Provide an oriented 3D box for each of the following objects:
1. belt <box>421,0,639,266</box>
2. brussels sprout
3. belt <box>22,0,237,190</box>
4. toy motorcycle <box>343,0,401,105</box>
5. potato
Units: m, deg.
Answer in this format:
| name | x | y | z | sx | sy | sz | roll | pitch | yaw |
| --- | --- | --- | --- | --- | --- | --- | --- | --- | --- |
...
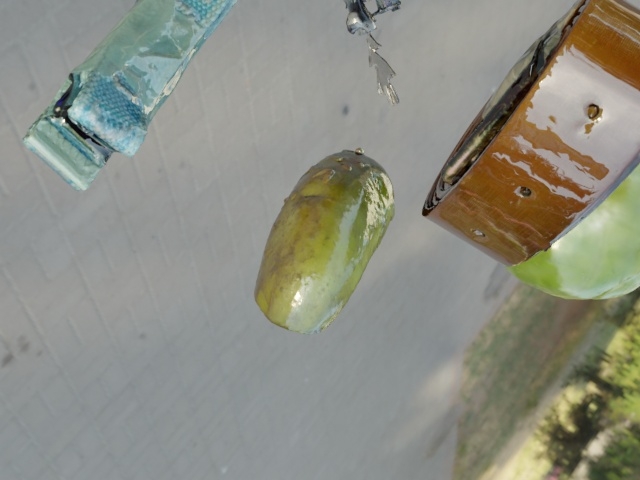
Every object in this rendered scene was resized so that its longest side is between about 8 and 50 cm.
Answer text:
| name | x | y | z | sx | sy | sz | roll | pitch | yaw |
| --- | --- | --- | --- | --- | --- | --- | --- | --- | --- |
| belt | 0.178 | -0.083 | 0.736 | 0.184 | 0.105 | 0.261 | -58 | 180 | -34 |
| brussels sprout | 0.332 | -0.061 | 1.222 | 0.243 | 0.273 | 0.317 | 109 | -11 | -46 |
| belt | -0.145 | -0.160 | 0.788 | 0.072 | 0.087 | 0.302 | 47 | 45 | -25 |
| toy motorcycle | 0.058 | -0.371 | 1.156 | 0.134 | 0.207 | 0.401 | -48 | 122 | -58 |
| potato | 0.000 | 0.000 | 1.210 | 0.176 | 0.141 | 0.298 | 105 | 12 | -45 |
